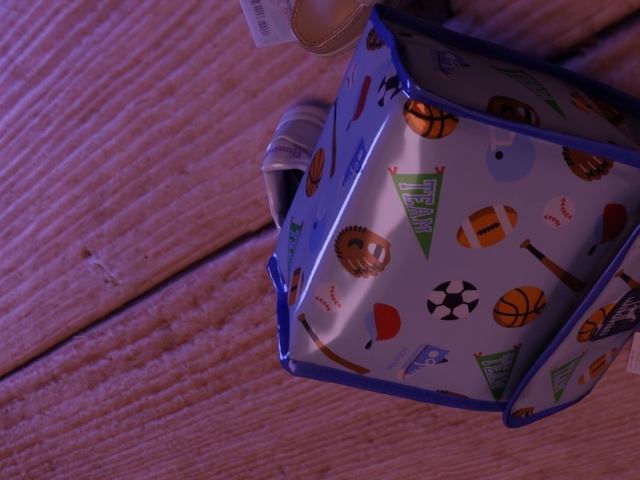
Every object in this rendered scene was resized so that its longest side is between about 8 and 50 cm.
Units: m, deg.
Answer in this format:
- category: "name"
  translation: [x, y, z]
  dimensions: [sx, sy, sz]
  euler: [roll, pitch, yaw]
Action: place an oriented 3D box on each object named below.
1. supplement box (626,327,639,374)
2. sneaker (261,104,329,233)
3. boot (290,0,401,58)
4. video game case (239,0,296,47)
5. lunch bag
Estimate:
- category: "supplement box"
  translation: [0.404, 0.128, 1.038]
  dimensions: [0.098, 0.036, 0.062]
  euler: [14, 129, 20]
- category: "sneaker"
  translation: [0.000, 0.000, 1.094]
  dimensions: [0.114, 0.152, 0.305]
  euler: [-10, 118, 26]
- category: "boot"
  translation: [0.022, -0.273, 0.816]
  dimensions: [0.262, 0.203, 0.095]
  euler: [-43, 75, 30]
- category: "video game case"
  translation: [-0.026, -0.309, 0.972]
  dimensions: [0.173, 0.022, 0.190]
  euler: [-3, 120, 32]
- category: "lunch bag"
  translation: [0.182, -0.001, 0.899]
  dimensions: [0.386, 0.239, 0.327]
  euler: [15, 122, -17]
